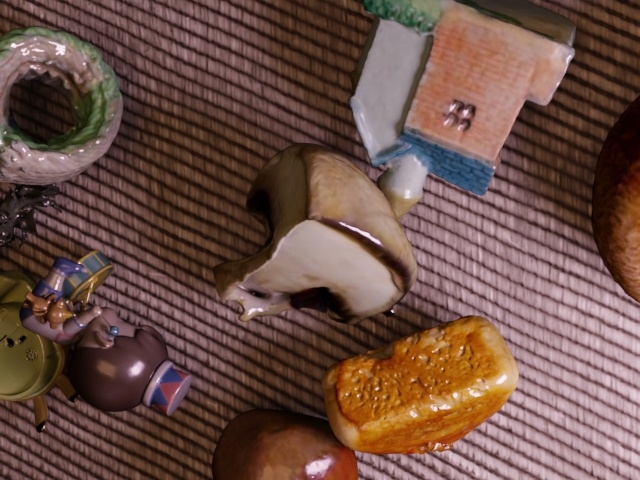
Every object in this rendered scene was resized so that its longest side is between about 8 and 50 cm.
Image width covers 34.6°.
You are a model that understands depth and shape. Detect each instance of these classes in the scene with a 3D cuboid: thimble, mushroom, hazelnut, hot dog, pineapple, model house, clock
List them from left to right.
[{"bbox_3d":[-0.495,-0.017,1.542,0.251,0.125,0.125,-35,87,8],"label":"pineapple"},{"bbox_3d":[-0.461,0.173,1.570,0.170,0.069,0.232,-41,86,13],"label":"clock"},{"bbox_3d":[-0.395,-0.180,1.442,0.219,0.150,0.219,6,77,-27],"label":"thimble"},{"bbox_3d":[-0.054,0.335,1.433,0.210,0.186,0.210,-1,88,16],"label":"hazelnut"},{"bbox_3d":[0.010,-0.001,1.396,0.217,0.212,0.292,18,137,-25],"label":"mushroom"},{"bbox_3d":[0.137,0.204,1.393,0.256,0.153,0.150,-20,62,3],"label":"hot dog"},{"bbox_3d":[0.151,-0.174,1.361,0.267,0.194,0.325,24,114,7],"label":"model house"},{"bbox_3d":[0.492,-0.026,1.207,0.331,0.356,0.334,-32,123,29],"label":"mushroom"}]

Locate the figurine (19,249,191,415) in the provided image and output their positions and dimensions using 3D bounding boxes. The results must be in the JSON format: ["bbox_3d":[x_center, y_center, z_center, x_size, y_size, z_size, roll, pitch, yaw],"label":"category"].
[{"bbox_3d":[-0.308,0.149,1.496,0.158,0.161,0.275,-39,90,-26],"label":"figurine"}]
